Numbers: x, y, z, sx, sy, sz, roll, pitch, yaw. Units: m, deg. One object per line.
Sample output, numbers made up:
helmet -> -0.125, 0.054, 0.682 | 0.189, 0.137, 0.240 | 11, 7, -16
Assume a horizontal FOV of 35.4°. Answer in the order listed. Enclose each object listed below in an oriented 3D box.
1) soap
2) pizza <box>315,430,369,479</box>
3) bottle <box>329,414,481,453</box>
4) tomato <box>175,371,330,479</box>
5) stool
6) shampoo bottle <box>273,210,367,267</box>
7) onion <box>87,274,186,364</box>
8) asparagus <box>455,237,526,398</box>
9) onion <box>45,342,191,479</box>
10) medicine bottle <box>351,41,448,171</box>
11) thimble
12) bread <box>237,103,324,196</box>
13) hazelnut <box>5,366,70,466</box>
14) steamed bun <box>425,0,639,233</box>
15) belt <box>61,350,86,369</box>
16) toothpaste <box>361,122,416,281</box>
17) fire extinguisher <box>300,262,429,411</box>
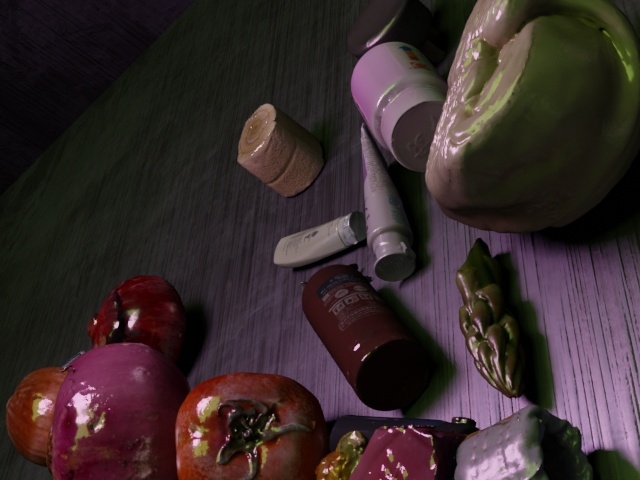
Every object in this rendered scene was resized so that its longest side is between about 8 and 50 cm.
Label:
soap -> 0.098, 0.326, 1.151 | 0.162, 0.099, 0.250 | 30, 98, 50
pizza -> -0.008, 0.349, 1.266 | 0.197, 0.058, 0.292 | -52, -14, -44
bottle -> 0.112, 0.263, 1.296 | 0.244, 0.072, 0.082 | -8, 55, 53
tomato -> -0.097, 0.303, 1.445 | 0.188, 0.232, 0.232 | 80, -146, -70
stool -> 0.154, -0.396, 1.862 | 0.153, 0.139, 0.228 | 5, 63, 58
shampoo bottle -> 0.000, 0.000, 1.775 | 0.212, 0.049, 0.072 | -23, 37, 45
onion -> -0.370, 0.191, 2.003 | 0.246, 0.190, 0.246 | -163, 90, -71
asparagus -> 0.217, 0.104, 1.302 | 0.080, 0.080, 0.287 | -43, 31, 22
onion -> -0.293, 0.356, 1.628 | 0.358, 0.345, 0.358 | -60, 14, 25
medicine bottle -> 0.147, -0.225, 1.681 | 0.152, 0.152, 0.254 | -47, 30, 16
thimble -> 0.221, 0.262, 1.069 | 0.118, 0.127, 0.151 | -33, 43, 33
bread -> -0.084, -0.178, 2.000 | 0.134, 0.141, 0.148 | -47, 28, 13
hazelnut -> -0.559, 0.369, 2.103 | 0.176, 0.214, 0.214 | 79, -147, -68
steamed bun -> 0.288, -0.167, 1.294 | 0.368, 0.255, 0.342 | -53, -20, -85
belt -> -0.579, 0.345, 2.279 | 0.163, 0.082, 0.148 | -33, 25, 41
toothpaste -> 0.103, -0.063, 1.640 | 0.073, 0.114, 0.299 | -22, 42, 16
fire extinguisher -> 0.057, 0.119, 1.505 | 0.337, 0.135, 0.114 | -130, 34, -60
